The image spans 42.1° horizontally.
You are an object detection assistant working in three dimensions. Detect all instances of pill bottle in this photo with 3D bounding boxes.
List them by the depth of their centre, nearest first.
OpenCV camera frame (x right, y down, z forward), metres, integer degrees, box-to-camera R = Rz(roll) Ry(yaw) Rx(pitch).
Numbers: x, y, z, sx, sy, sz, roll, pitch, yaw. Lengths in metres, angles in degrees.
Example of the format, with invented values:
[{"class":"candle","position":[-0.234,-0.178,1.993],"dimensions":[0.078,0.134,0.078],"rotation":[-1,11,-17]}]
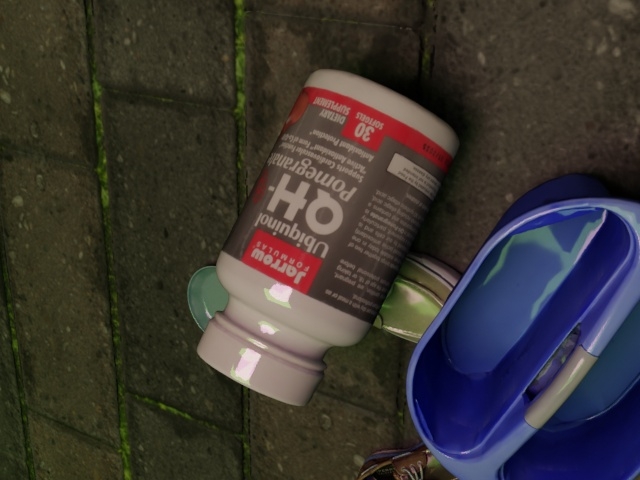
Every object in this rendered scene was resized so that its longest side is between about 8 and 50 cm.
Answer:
[{"class":"pill bottle","position":[0.000,0.000,0.863],"dimensions":[0.176,0.176,0.318],"rotation":[26,88,22]}]

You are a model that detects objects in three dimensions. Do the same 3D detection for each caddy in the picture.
[{"class":"caddy","position":[0.232,0.102,0.798],"dimensions":[0.241,0.179,0.341],"rotation":[31,117,3]}]

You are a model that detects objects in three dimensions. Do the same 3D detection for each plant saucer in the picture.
[{"class":"plant saucer","position":[-0.133,0.088,1.162],"dimensions":[0.119,0.021,0.119],"rotation":[12,114,29]}]

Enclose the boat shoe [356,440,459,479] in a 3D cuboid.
[{"class":"boat shoe","position":[0.122,0.295,1.050],"dimensions":[0.183,0.066,0.066],"rotation":[-27,93,37]}]

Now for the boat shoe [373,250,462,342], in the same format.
[{"class":"boat shoe","position":[0.047,0.054,0.986],"dimensions":[0.302,0.094,0.109],"rotation":[24,120,23]}]
